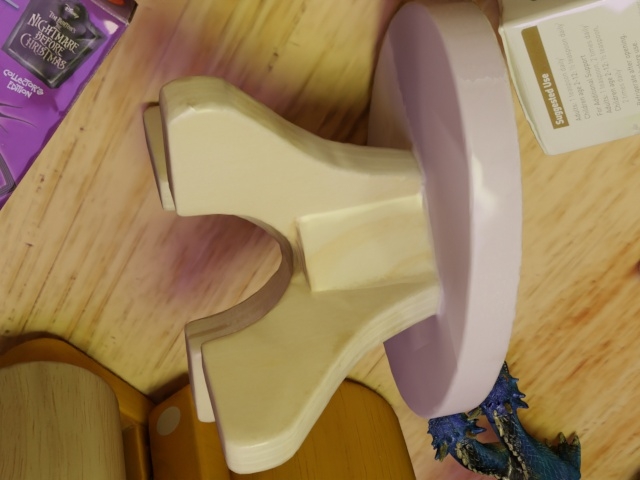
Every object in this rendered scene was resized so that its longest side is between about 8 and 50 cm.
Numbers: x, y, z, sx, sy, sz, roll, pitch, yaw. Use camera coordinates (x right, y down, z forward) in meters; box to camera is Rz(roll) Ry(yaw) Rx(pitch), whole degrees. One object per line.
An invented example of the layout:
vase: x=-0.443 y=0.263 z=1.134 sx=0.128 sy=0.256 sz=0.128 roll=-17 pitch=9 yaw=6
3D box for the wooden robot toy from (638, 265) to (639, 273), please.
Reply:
wooden robot toy: x=0.276 y=0.004 z=0.789 sx=0.173 sy=0.079 sz=0.076 roll=-28 pitch=129 yaw=27

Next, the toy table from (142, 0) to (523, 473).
toy table: x=0.000 y=0.000 z=0.704 sx=0.161 sy=0.252 sz=0.274 roll=-10 pitch=127 yaw=-11

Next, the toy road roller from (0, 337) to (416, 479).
toy road roller: x=-0.076 y=0.184 z=0.915 sx=0.240 sy=0.202 sz=0.329 roll=-35 pitch=131 yaw=17

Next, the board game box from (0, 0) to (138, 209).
board game box: x=-0.289 y=-0.128 z=0.616 sx=0.347 sy=0.056 sz=0.208 roll=33 pitch=106 yaw=-15

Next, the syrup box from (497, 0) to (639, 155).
syrup box: x=0.209 y=-0.132 z=0.640 sx=0.237 sy=0.093 sz=0.096 roll=-15 pitch=134 yaw=17

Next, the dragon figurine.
dragon figurine: x=0.159 y=0.221 z=0.934 sx=0.085 sy=0.289 sz=0.144 roll=-23 pitch=169 yaw=26
